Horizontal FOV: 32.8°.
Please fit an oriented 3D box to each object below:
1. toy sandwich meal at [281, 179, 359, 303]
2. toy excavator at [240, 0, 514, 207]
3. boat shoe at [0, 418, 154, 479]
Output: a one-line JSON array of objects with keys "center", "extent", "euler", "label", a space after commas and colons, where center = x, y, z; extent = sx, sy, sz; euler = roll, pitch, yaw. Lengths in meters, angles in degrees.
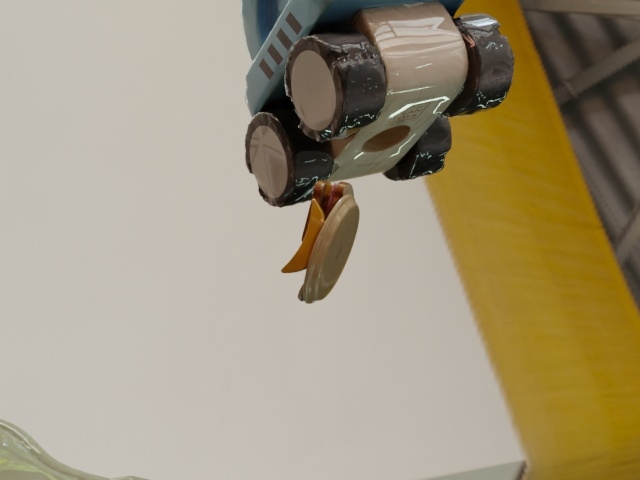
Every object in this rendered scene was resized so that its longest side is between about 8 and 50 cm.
[{"center": [0.000, 0.000, 0.710], "extent": [0.029, 0.085, 0.086], "euler": [22, -77, 14], "label": "toy sandwich meal"}, {"center": [0.019, -0.318, 1.150], "extent": [0.445, 0.222, 0.433], "euler": [66, -31, 17], "label": "toy excavator"}, {"center": [-0.208, 0.211, 0.762], "extent": [0.340, 0.127, 0.113], "euler": [11, -66, 14], "label": "boat shoe"}]
